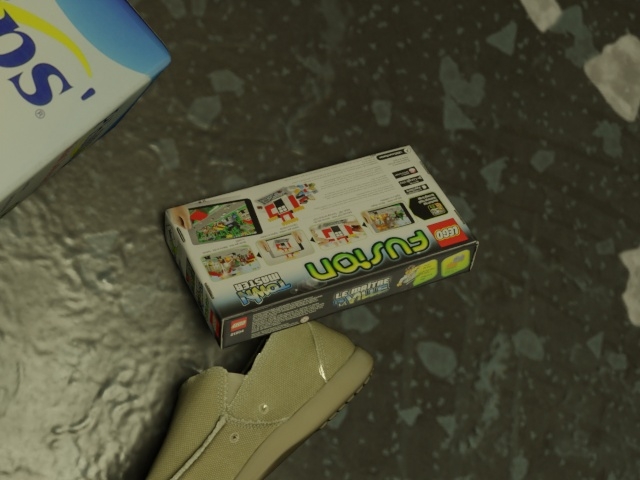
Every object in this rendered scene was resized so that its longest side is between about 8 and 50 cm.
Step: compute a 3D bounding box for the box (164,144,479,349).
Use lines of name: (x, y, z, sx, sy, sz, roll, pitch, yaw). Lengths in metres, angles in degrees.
box: (0.000, 0.000, 0.870, 0.207, 0.036, 0.114, -16, 52, -20)

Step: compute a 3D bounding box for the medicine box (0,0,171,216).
medicine box: (-0.295, -0.112, 0.734, 0.263, 0.149, 0.289, 49, 63, -8)

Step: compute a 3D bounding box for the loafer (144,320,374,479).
loafer: (-0.077, 0.145, 0.827, 0.092, 0.102, 0.268, 46, 57, 6)
